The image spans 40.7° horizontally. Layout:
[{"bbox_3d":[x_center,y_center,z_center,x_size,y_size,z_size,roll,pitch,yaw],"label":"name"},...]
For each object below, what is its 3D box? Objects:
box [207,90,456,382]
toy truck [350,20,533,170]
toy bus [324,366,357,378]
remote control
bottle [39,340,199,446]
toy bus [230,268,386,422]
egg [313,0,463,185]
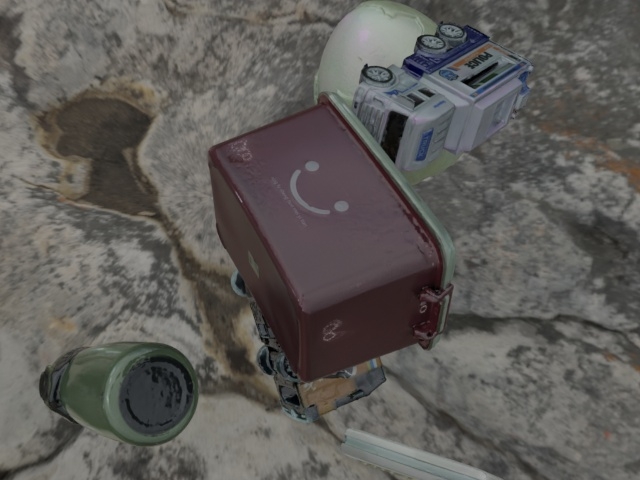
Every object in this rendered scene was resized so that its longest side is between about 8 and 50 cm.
[{"bbox_3d":[0.000,0.000,0.936,0.167,0.193,0.294,-22,53,-16],"label":"box"},{"bbox_3d":[0.164,-0.191,1.192,0.155,0.124,0.268,34,47,23],"label":"toy truck"},{"bbox_3d":[0.041,0.126,1.140,0.069,0.162,0.074,9,51,-39],"label":"toy bus"},{"bbox_3d":[0.175,0.394,1.496,0.277,0.103,0.055,10,75,35],"label":"remote control"},{"bbox_3d":[-0.358,0.252,1.469,0.168,0.347,0.168,4,83,-38],"label":"bottle"},{"bbox_3d":[-0.019,0.117,1.291,0.167,0.138,0.275,-18,93,-21],"label":"toy bus"},{"bbox_3d":[0.124,-0.264,1.539,0.278,0.278,0.336,-32,123,-5],"label":"egg"}]
